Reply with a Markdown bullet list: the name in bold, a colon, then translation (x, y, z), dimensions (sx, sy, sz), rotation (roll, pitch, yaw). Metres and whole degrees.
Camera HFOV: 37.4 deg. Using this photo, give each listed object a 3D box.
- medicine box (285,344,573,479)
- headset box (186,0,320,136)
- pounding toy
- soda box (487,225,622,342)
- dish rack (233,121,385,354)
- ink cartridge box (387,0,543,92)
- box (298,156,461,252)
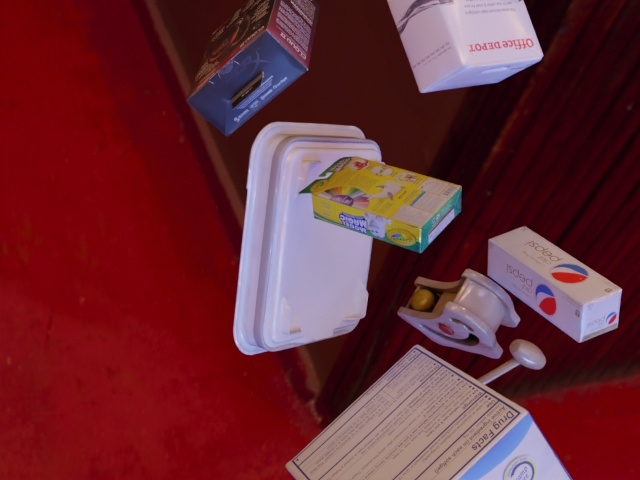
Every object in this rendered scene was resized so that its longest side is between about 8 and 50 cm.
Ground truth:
- **medicine box**: translation (0.136, 0.313, 1.265), dimensions (0.263, 0.289, 0.149), rotation (-41, 114, -11)
- **headset box**: translation (-0.123, -0.344, 1.759), dimensions (0.110, 0.218, 0.293), rotation (41, 31, -24)
- **pounding toy**: translation (0.223, 0.145, 1.542), dimensions (0.154, 0.269, 0.155), rotation (43, 70, -32)
- **soda box**: translation (0.338, 0.061, 1.389), dimensions (0.074, 0.069, 0.216), rotation (-18, 33, -22)
- **dish rack**: translation (0.000, 0.000, 1.380), dimensions (0.072, 0.333, 0.285), rotation (14, 12, 34)
- **ink cartridge box**: translation (0.216, -0.388, 1.519), dimensions (0.198, 0.114, 0.273), rotation (-14, 83, -37)
- **box**: translation (0.071, -0.050, 1.168), dimensions (0.179, 0.043, 0.105), rotation (21, 43, 29)
